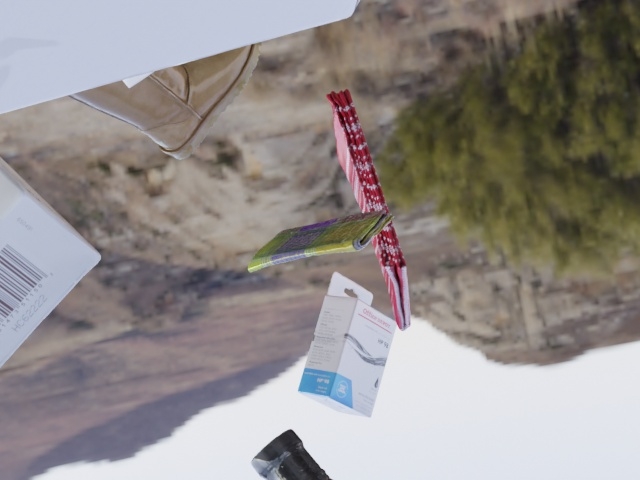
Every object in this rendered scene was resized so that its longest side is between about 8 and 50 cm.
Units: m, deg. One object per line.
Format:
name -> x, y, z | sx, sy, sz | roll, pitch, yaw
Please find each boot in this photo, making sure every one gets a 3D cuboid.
boot -> -0.213, -0.250, 1.652 | 0.089, 0.236, 0.269 | 23, 172, 38

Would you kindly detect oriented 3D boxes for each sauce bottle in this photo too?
sauce bottle -> 0.044, 0.388, 1.562 | 0.111, 0.344, 0.111 | -40, 166, -12

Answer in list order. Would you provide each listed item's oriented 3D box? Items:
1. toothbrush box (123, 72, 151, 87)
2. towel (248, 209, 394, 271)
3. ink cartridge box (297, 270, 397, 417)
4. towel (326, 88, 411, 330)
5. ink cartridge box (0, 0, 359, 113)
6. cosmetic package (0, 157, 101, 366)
toothbrush box -> -0.131, -0.324, 1.223 | 0.295, 0.216, 0.126 | -28, -160, 27
towel -> 0.000, 0.000, 0.788 | 0.083, 0.009, 0.060 | -12, -163, 28
ink cartridge box -> 0.044, 0.143, 1.747 | 0.060, 0.180, 0.104 | 4, 161, 40
towel -> 0.064, -0.039, 1.628 | 0.031, 0.275, 0.199 | -16, 153, -1
ink cartridge box -> -0.188, -0.240, 0.571 | 0.285, 0.395, 0.166 | -22, 144, -33
cosmetic package -> -0.500, -0.038, 1.591 | 0.453, 0.230, 0.161 | 39, 174, 41
